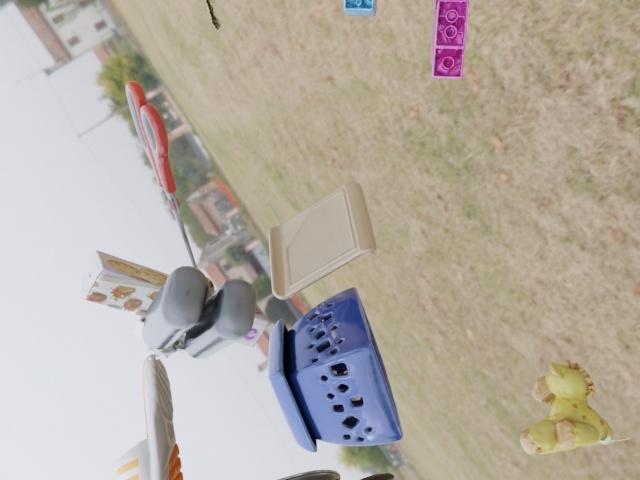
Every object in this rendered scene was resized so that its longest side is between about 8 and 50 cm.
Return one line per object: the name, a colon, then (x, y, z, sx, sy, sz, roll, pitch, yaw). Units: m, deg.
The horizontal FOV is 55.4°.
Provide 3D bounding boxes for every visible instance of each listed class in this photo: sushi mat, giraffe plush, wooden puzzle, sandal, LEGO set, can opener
sushi mat: (-0.239, -0.525, 1.266, 0.316, 0.019, 0.151, -115, 9, -64)
giraffe plush: (0.505, 0.340, 1.260, 0.181, 0.210, 0.171, 48, -150, -62)
wooden puzzle: (0.000, 0.000, 1.303, 0.044, 0.238, 0.221, 48, -157, -39)
sandal: (-0.246, 0.297, 0.858, 0.102, 0.076, 0.265, 75, -178, -64)
LEGO set: (0.057, -0.225, 0.412, 0.093, 0.087, 0.227, -56, -31, -77)
can opener: (-0.120, 0.062, 0.543, 0.074, 0.093, 0.280, 14, 165, -16)

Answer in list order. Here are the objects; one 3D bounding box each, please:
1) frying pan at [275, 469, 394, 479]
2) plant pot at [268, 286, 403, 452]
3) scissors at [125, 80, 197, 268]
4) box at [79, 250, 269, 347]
frying pan: (-0.035, 0.347, 0.756, 0.326, 0.197, 0.053, 41, -161, -54)
plant pot: (0.020, 0.267, 1.222, 0.236, 0.212, 0.236, -99, -9, -67)
scissors: (-0.209, -0.071, 0.840, 0.109, 0.021, 0.297, 41, 149, 43)
box: (-0.236, 0.104, 1.026, 0.324, 0.063, 0.067, 25, -167, -36)
